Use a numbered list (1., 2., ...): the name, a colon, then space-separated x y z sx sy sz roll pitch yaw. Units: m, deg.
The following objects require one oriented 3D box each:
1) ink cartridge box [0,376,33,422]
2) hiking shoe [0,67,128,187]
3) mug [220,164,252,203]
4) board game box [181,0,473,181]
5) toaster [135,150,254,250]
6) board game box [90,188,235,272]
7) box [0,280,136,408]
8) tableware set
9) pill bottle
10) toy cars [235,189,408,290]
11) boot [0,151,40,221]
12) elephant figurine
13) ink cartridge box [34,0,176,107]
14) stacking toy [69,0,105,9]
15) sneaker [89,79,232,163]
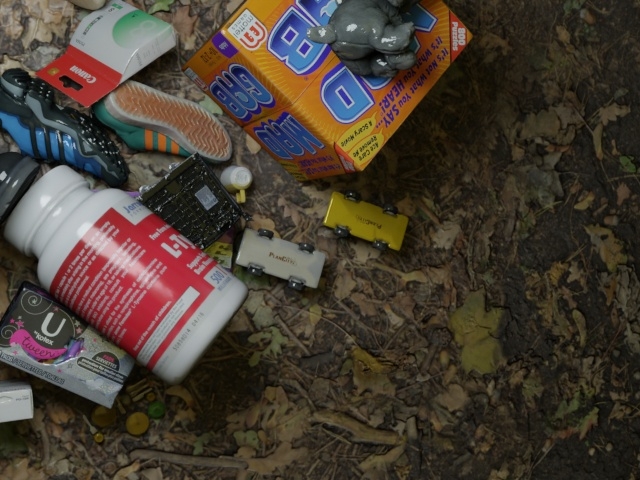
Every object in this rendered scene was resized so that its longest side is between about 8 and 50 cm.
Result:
1. ink cartridge box: -0.592 0.299 1.539 0.099 0.135 0.056 -4 93 -20
2. hiking shoe: -0.514 -0.196 1.598 0.132 0.113 0.304 -43 111 14
3. mug: -0.168 -0.124 1.734 0.062 0.064 0.078 -42 104 -16
4. board game box: -0.001 -0.372 1.638 0.356 0.356 0.356 43 77 -16
5. toaster: -0.261 -0.059 1.628 0.168 0.110 0.185 -41 104 -15
6. board game box: -0.350 0.005 1.677 0.347 0.056 0.208 3 94 -21
7. box: -0.484 0.194 1.564 0.247 0.163 0.142 29 82 -19
8. tableware set: -0.398 0.356 1.675 0.154 0.024 0.104 -32 104 -19
9. pill bottle: -0.350 0.055 1.480 0.408 0.229 0.229 38 77 -1
10. toy cars: 0.000 0.000 1.792 0.394 0.087 0.176 -24 94 -16
11. boot: -0.741 -0.147 1.382 0.445 0.367 0.146 40 38 -16
12. elephant figurine: 0.100 -0.416 1.422 0.169 0.186 0.239 3 75 22
13. ink cartridge box: -0.416 -0.365 1.568 0.225 0.181 0.056 -41 145 -26
14. stacking toy: -0.409 -0.622 1.609 0.141 0.141 0.330 32 75 -18
15. sneaker: -0.322 -0.229 1.664 0.302 0.121 0.108 24 62 -38
